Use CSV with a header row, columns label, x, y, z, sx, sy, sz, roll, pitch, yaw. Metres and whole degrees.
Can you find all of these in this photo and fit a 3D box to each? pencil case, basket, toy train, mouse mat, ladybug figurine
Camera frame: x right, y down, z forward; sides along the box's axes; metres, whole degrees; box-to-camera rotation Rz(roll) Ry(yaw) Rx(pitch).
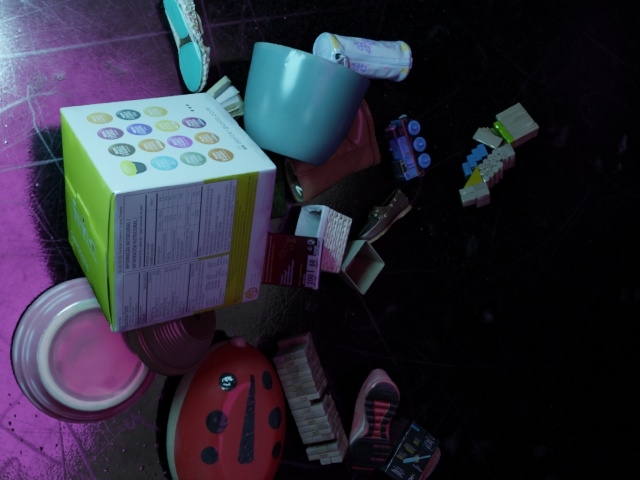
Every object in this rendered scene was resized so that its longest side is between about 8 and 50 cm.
label,x,y,z,sx,sy,sz,roll,pitch,yaw
pencil case,0.113,-0.492,1.954,0.273,0.124,0.114,-3,93,-31
basket,0.000,0.000,1.906,0.103,0.113,0.167,19,82,-33
toy train,0.242,-0.261,2.062,0.105,0.080,0.184,-25,104,-21
mouse mat,-0.144,-0.145,1.846,0.152,0.007,0.190,-15,102,-48
ladybug figurine,-0.211,0.460,1.762,0.305,0.162,0.450,1,90,-30

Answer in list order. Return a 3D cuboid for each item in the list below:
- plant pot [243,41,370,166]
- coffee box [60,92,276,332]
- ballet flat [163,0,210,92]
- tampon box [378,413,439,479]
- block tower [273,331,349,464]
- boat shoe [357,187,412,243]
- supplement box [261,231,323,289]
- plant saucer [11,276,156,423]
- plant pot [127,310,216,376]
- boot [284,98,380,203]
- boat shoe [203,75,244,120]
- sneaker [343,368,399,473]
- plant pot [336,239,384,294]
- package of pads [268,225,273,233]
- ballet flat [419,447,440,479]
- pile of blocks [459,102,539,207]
label,x,y,z,sx,sy,sz,roll,pitch,yaw
plant pot,-0.054,-0.315,1.757,0.292,0.293,0.235,15,97,-30
coffee box,-0.328,-0.070,1.514,0.334,0.338,0.338,-13,131,-30
ballet flat,-0.304,-0.478,1.737,0.077,0.091,0.241,-28,110,-50
tampon box,0.233,0.599,2.060,0.120,0.101,0.161,41,72,-24
block tower,-0.025,0.415,1.891,0.097,0.090,0.336,-49,122,-70
boat shoe,0.169,-0.067,2.029,0.207,0.073,0.073,-43,109,-30
supplement box,-0.117,0.045,1.795,0.239,0.073,0.130,6,87,3
plant saucer,-0.510,0.249,1.628,0.332,0.084,0.332,-1,91,-31
plant pot,-0.319,0.185,1.665,0.237,0.109,0.238,30,50,-44
boot,0.022,-0.254,1.927,0.269,0.089,0.236,-26,104,-26
boat shoe,-0.293,-0.263,1.727,0.103,0.113,0.302,48,68,-16
sneaker,0.142,0.497,2.002,0.115,0.136,0.314,13,108,-8
plant pot,0.088,0.063,1.959,0.109,0.096,0.109,-53,128,-18
package of pads,-0.144,-0.002,1.866,0.050,0.032,0.083,-28,105,-28
ballet flat,0.276,0.679,2.110,0.067,0.073,0.206,39,68,-10
pile of blocks,0.523,-0.249,2.226,0.362,0.149,0.113,-52,158,-9
